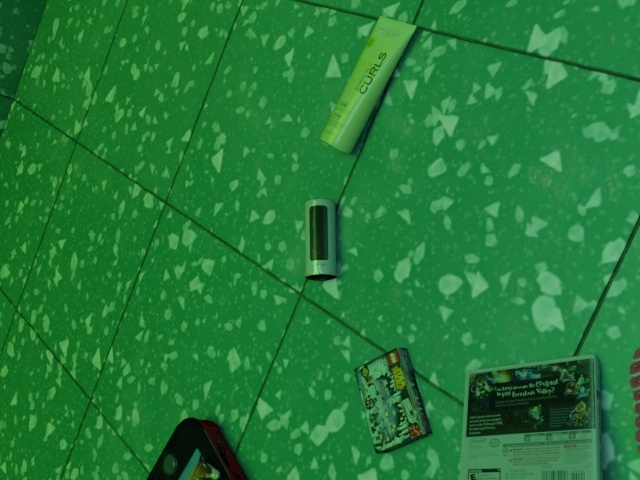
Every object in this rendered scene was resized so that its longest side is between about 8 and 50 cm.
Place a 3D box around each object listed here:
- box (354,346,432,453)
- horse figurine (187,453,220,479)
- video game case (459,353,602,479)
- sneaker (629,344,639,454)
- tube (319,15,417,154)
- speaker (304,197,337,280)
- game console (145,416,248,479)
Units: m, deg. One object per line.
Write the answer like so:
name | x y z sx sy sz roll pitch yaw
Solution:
box | 0.108 0.243 1.149 0.094 0.027 0.137 -34 58 32
horse figurine | -0.209 0.524 1.282 0.174 0.066 0.263 24 99 44
video game case | 0.267 0.241 0.970 0.190 0.022 0.173 -17 52 41
sneaker | 0.402 0.181 0.861 0.063 0.075 0.170 -38 31 52
tube | 0.076 -0.266 1.289 0.070 0.062 0.240 28 96 3
speaker | 0.000 0.000 1.295 0.055 0.055 0.136 -14 70 41
game console | -0.222 0.557 1.369 0.342 0.060 0.386 -56 48 18
